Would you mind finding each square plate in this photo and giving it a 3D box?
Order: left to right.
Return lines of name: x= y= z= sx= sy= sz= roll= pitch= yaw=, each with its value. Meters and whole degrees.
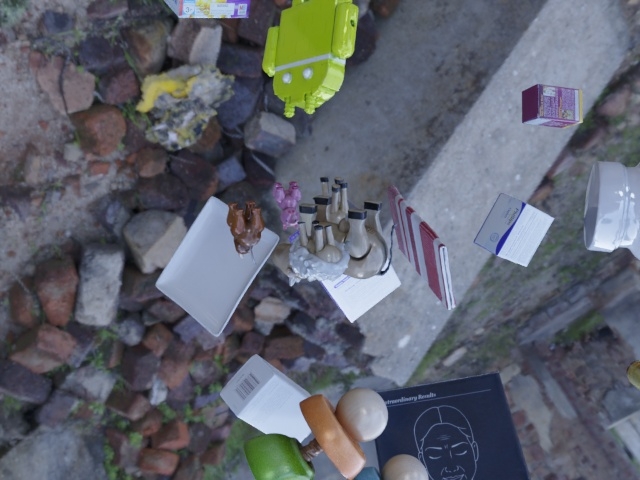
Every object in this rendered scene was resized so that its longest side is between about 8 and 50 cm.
square plate: x=-0.316 y=0.072 z=1.878 sx=0.343 sy=0.347 sz=0.049 roll=-58 pitch=143 yaw=-3

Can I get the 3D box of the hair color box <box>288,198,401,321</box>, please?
hair color box: x=0.073 y=0.058 z=1.625 sx=0.185 sy=0.110 sz=0.338 roll=-37 pitch=141 yaw=-4

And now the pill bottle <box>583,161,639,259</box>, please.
pill bottle: x=0.503 y=-0.039 z=0.818 sx=0.265 sy=0.153 sz=0.153 roll=3 pitch=157 yaw=16

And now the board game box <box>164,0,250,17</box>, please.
board game box: x=-0.199 y=-0.554 z=1.079 sx=0.142 sy=0.144 sz=0.275 roll=-12 pitch=135 yaw=-29

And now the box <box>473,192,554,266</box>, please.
box: x=0.422 y=-0.022 z=1.334 sx=0.137 sy=0.072 sz=0.126 roll=17 pitch=104 yaw=-44

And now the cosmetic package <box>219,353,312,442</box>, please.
cosmetic package: x=-0.097 y=0.351 z=1.320 sx=0.117 sy=0.085 sz=0.231 roll=-47 pitch=136 yaw=-7

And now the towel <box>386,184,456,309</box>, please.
towel: x=0.281 y=0.013 z=1.705 sx=0.037 sy=0.329 sz=0.237 roll=-23 pitch=127 yaw=-7

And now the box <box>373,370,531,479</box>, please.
box: x=0.281 y=0.518 z=1.299 sx=0.294 sy=0.395 sz=0.212 roll=-10 pitch=143 yaw=5

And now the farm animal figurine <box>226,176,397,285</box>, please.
farm animal figurine: x=0.000 y=0.000 z=1.158 sx=0.330 sy=0.327 sz=0.172 roll=-19 pitch=115 yaw=-43

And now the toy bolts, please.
toy bolts: x=0.051 y=0.298 z=0.701 sx=0.159 sy=0.218 sz=0.228 roll=-32 pitch=138 yaw=-3

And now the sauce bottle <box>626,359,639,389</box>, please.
sauce bottle: x=0.449 y=0.192 z=0.810 sx=0.042 sy=0.042 sz=0.128 roll=-30 pitch=-179 yaw=5

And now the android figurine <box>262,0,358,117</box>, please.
android figurine: x=-0.022 y=-0.373 z=1.180 sx=0.056 sy=0.272 sz=0.248 roll=10 pitch=178 yaw=-42

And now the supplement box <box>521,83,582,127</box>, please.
supplement box: x=0.362 y=-0.209 z=0.957 sx=0.084 sy=0.054 sz=0.043 roll=3 pitch=176 yaw=-18
